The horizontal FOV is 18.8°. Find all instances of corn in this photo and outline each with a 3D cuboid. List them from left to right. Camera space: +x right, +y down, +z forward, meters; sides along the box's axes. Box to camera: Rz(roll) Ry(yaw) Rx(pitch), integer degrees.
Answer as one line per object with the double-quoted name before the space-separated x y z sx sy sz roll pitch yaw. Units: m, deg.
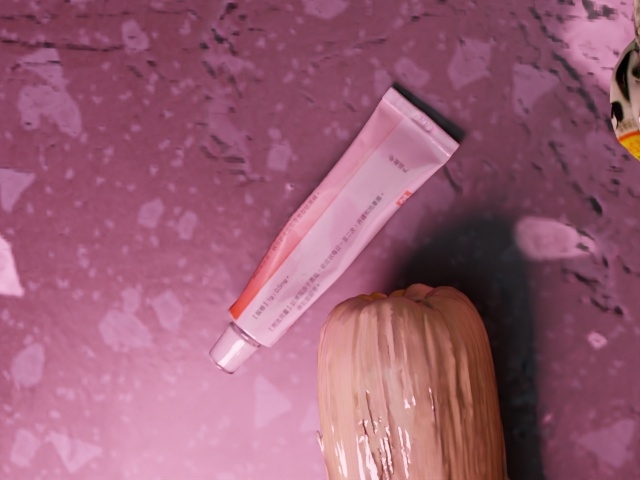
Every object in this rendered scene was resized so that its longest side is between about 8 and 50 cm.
"corn" 0.069 0.179 1.227 0.122 0.123 0.305 -9 98 12

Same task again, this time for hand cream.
"hand cream" -0.001 -0.001 1.261 0.052 0.038 0.216 37 100 -21

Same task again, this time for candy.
"candy" 0.197 -0.187 1.170 0.091 0.083 0.306 -14 88 16
